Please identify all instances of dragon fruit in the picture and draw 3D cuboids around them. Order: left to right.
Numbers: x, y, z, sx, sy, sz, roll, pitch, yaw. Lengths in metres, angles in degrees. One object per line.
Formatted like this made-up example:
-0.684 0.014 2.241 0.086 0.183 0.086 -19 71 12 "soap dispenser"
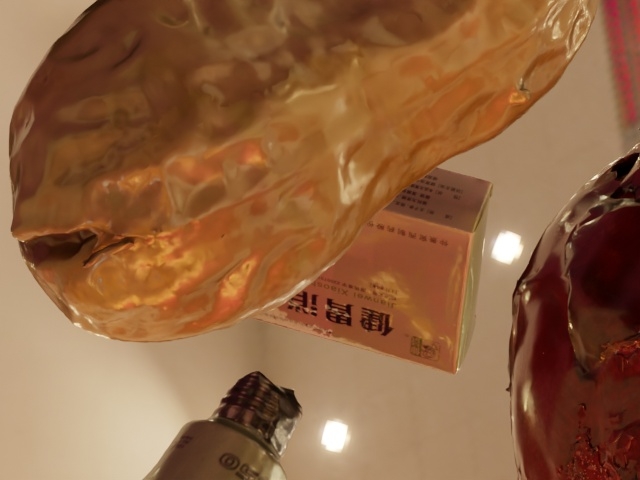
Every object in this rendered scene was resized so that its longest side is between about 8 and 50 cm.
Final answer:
0.247 0.084 0.971 0.295 0.295 0.302 5 -73 50 "dragon fruit"

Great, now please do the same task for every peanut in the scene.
0.005 -0.077 0.723 0.313 0.149 0.149 -38 -145 -20 "peanut"

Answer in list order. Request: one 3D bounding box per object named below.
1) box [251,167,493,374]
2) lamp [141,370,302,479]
-0.001 0.000 1.440 0.175 0.260 0.062 92 17 -48 "box"
-0.116 0.222 1.252 0.182 0.182 0.314 -3 -116 48 "lamp"
